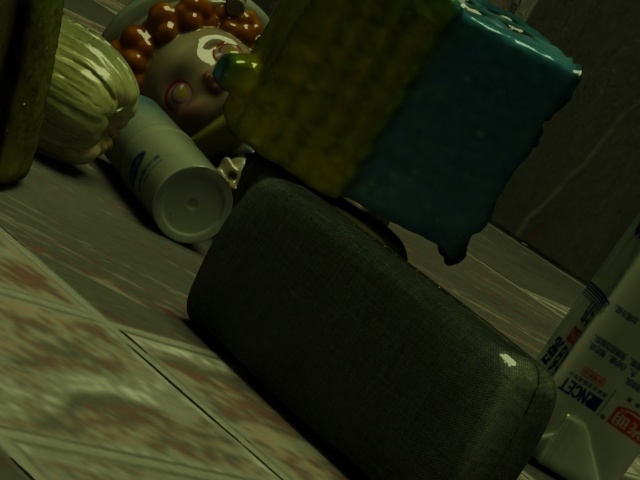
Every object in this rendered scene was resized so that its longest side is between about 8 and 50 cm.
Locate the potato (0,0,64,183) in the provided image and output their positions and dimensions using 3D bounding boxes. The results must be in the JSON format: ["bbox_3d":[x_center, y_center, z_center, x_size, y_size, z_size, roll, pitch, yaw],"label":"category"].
[{"bbox_3d":[-0.313,-0.243,1.502,0.330,0.280,0.213,30,9,8],"label":"potato"}]

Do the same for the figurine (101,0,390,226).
[{"bbox_3d":[-0.096,-0.102,2.014,0.382,0.224,0.205,59,-4,22],"label":"figurine"}]

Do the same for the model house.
[{"bbox_3d":[0.062,-0.153,1.793,0.303,0.237,0.215,25,16,-24],"label":"model house"}]

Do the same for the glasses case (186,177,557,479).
[{"bbox_3d":[0.026,0.070,1.259,0.074,0.131,0.323,28,7,-42],"label":"glasses case"}]

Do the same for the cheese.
[{"bbox_3d":[0.000,0.000,1.809,0.202,0.091,0.175,30,9,-18],"label":"cheese"}]

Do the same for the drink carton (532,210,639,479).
[{"bbox_3d":[0.289,0.067,1.606,0.106,0.315,0.130,34,6,-2],"label":"drink carton"}]

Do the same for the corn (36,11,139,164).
[{"bbox_3d":[-0.311,-0.183,1.693,0.305,0.123,0.122,30,9,5],"label":"corn"}]

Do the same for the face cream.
[{"bbox_3d":[-0.152,-0.072,1.741,0.077,0.077,0.250,27,8,-25],"label":"face cream"}]
